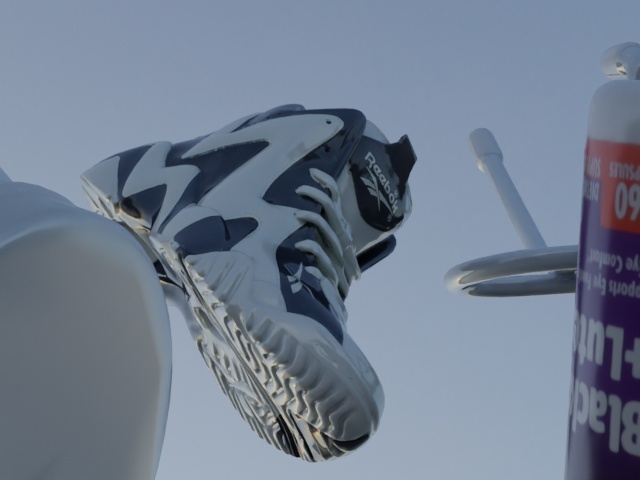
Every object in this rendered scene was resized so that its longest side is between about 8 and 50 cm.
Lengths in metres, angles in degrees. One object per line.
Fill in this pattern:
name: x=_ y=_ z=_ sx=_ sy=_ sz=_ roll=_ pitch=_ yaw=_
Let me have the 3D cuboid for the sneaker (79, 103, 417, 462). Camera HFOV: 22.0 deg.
sneaker: x=0.000 y=0.000 z=0.778 sx=0.153 sy=0.235 sz=0.094 roll=-29 pitch=-59 yaw=-18

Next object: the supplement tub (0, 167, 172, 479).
supplement tub: x=-0.202 y=0.035 z=0.492 sx=0.272 sy=0.191 sz=0.191 roll=18 pitch=-32 yaw=23

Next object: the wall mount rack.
wall mount rack: x=0.226 y=-0.034 z=0.916 sx=0.350 sy=0.131 sz=0.304 roll=-2 pitch=-7 yaw=-9

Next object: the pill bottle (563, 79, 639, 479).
pill bottle: x=0.118 y=0.057 z=0.428 sx=0.108 sy=0.108 sz=0.194 roll=1 pitch=-84 yaw=-18
